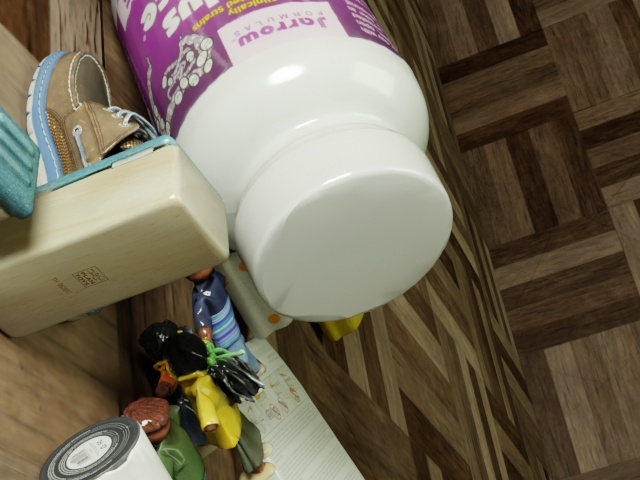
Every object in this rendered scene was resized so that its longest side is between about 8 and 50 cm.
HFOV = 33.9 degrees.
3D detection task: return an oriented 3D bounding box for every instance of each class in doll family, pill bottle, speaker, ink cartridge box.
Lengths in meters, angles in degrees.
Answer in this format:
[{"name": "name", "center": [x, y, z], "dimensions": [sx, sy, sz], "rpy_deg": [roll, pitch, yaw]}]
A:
[{"name": "doll family", "center": [-0.071, 0.080, 0.626], "dimensions": [0.193, 0.076, 0.111], "rpy_deg": [-114, 177, -63]}, {"name": "pill bottle", "center": [-0.030, -0.096, 0.700], "dimensions": [0.169, 0.169, 0.301], "rpy_deg": [54, 7, -49]}, {"name": "speaker", "center": [-0.083, 0.157, 0.521], "dimensions": [0.055, 0.055, 0.136], "rpy_deg": [-79, 147, -64]}, {"name": "ink cartridge box", "center": [-0.028, 0.165, 0.790], "dimensions": [0.179, 0.045, 0.145], "rpy_deg": [53, 14, 5]}]

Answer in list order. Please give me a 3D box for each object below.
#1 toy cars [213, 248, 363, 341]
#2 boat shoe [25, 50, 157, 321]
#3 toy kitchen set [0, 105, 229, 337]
[{"name": "toy cars", "center": [0.000, 0.000, 0.976], "dimensions": [0.394, 0.087, 0.176], "rpy_deg": [19, 53, -72]}, {"name": "boat shoe", "center": [-0.124, -0.041, 0.604], "dimensions": [0.066, 0.066, 0.183], "rpy_deg": [50, 25, -56]}, {"name": "toy kitchen set", "center": [-0.144, -0.089, 0.475], "dimensions": [0.207, 0.122, 0.166], "rpy_deg": [55, 21, -48]}]
